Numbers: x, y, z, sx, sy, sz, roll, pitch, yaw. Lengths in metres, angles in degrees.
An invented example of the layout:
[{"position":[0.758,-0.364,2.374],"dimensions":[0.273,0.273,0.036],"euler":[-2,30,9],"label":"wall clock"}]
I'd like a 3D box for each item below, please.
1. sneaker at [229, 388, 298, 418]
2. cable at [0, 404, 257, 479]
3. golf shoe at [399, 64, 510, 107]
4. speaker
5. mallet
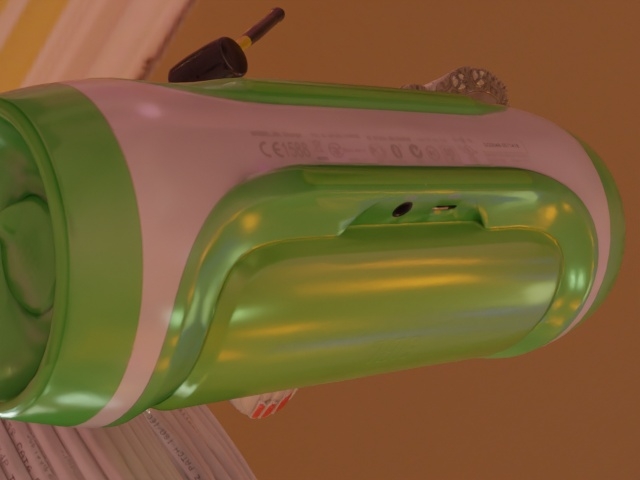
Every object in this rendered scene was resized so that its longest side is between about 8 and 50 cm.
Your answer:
[{"position":[-0.027,0.052,0.608],"dimensions":[0.065,0.158,0.061],"euler":[38,-73,12],"label":"sneaker"},{"position":[-0.094,0.134,0.544],"dimensions":[0.089,0.257,0.257],"euler":[-36,-63,-3],"label":"cable"},{"position":[0.098,-0.115,0.979],"dimensions":[0.086,0.176,0.069],"euler":[-14,-92,54],"label":"golf shoe"},{"position":[0.000,0.000,0.451],"dimensions":[0.131,0.297,0.131],"euler":[3,-85,48],"label":"speaker"},{"position":[-0.077,-0.166,0.934],"dimensions":[0.062,0.189,0.039],"euler":[-27,-75,22],"label":"mallet"}]
